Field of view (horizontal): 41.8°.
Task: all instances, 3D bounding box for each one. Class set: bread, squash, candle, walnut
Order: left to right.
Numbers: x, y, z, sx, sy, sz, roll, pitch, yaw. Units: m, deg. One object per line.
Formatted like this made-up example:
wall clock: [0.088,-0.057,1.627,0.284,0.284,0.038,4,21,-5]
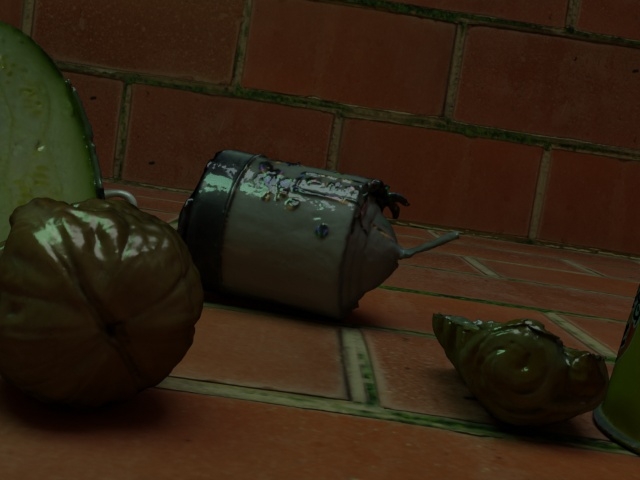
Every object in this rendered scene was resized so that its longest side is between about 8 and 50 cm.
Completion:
squash: [-0.411,-0.137,1.120,0.210,0.309,0.233,14,8,41]
walnut: [-0.169,0.038,0.601,0.155,0.156,0.184,5,5,-29]
candle: [0.000,0.000,1.017,0.330,0.188,0.187,12,7,13]
bread: [0.167,0.108,0.742,0.128,0.088,0.232,17,-1,-2]

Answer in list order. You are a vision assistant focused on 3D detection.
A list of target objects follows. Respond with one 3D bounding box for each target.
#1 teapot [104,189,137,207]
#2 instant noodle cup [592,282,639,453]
teapot: [-0.413,-0.058,1.334,0.245,0.116,0.159,6,-6,-2]
instant noodle cup: [0.377,0.082,0.708,0.264,0.200,0.264,7,5,-1]
